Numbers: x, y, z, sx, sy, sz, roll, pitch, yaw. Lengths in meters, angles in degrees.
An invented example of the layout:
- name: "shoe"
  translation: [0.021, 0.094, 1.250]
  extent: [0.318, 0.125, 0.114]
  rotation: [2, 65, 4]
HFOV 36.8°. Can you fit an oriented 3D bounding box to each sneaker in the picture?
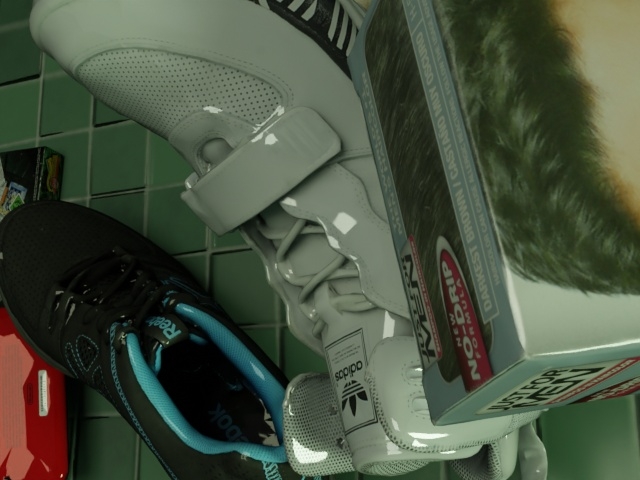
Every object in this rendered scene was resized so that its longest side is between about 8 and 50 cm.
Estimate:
- name: "sneaker"
  translation: [0.000, 0.000, 0.513]
  extent: [0.137, 0.366, 0.210]
  rotation: [-33, 37, 55]
- name: "sneaker"
  translation: [-0.113, 0.061, 0.663]
  extent: [0.341, 0.140, 0.125]
  rotation: [38, 63, 24]

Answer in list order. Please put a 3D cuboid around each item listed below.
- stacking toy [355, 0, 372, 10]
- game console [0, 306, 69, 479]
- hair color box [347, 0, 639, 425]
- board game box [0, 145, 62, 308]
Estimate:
- name: "stacking toy"
  translation: [-0.087, -0.165, 0.732]
  extent: [0.330, 0.141, 0.141]
  rotation: [27, 90, 33]
- name: "game console"
  translation: [-0.261, 0.133, 0.776]
  extent: [0.124, 0.085, 0.144]
  rotation: [-5, 73, -7]
- name: "hair color box"
  translation: [0.218, -0.044, 0.439]
  extent: [0.374, 0.113, 0.185]
  rotation: [-7, 70, -14]
- name: "board game box"
  translation: [-0.295, 0.051, 0.837]
  extent: [0.136, 0.030, 0.260]
  rotation: [-3, 76, 24]
